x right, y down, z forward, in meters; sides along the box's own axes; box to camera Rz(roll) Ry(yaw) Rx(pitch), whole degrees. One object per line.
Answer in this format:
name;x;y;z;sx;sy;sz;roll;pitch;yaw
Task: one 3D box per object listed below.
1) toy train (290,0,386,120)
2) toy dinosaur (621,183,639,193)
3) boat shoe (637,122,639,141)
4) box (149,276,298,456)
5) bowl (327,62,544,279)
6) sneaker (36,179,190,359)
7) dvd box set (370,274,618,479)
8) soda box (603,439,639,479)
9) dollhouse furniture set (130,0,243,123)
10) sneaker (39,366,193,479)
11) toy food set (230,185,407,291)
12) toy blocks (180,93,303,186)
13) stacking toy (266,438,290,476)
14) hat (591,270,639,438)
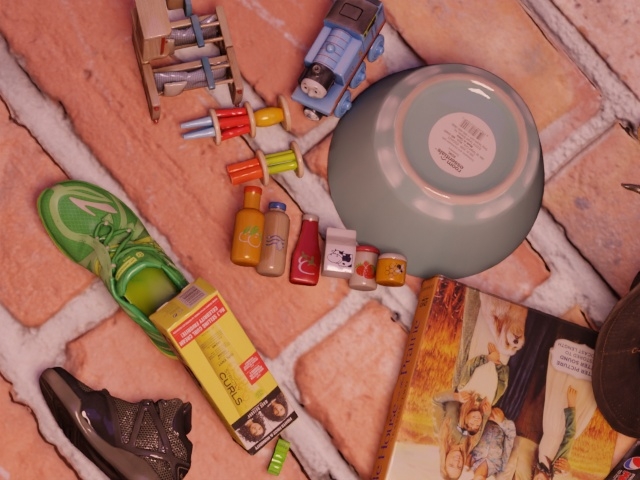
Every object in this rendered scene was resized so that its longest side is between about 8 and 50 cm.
toy train;0.025;-0.253;1.980;0.080;0.105;0.184;25;72;18
toy dinosaur;0.527;0.028;1.972;0.313;0.121;0.160;32;107;15
boat shoe;0.524;-0.144;2.050;0.170;0.059;0.063;13;111;-11
box;-0.119;0.161;1.823;0.087;0.058;0.232;-38;122;-15
bowl;0.172;-0.116;1.944;0.311;0.163;0.311;2;75;-7
sneaker;-0.247;0.025;1.872;0.295;0.123;0.109;45;75;5
dvd box set;0.226;0.289;1.875;0.308;0.062;0.420;20;74;-12
soda box;0.402;0.331;1.875;0.169;0.053;0.060;-38;116;-38
dollhouse furniture set;-0.175;-0.254;1.920;0.129;0.183;0.129;-13;78;-11
sneaker;-0.251;0.227;1.846;0.227;0.087;0.130;40;58;14
toy food set;0.000;0.000;1.916;0.232;0.111;0.104;7;76;-3
toy blocks;-0.108;-0.128;1.964;0.148;0.054;0.123;-13;78;-10
stacking toy;-0.011;0.380;1.856;0.167;0.052;0.221;19;73;-4
hat;0.475;0.104;1.879;0.331;0.331;0.134;-11;38;-10
